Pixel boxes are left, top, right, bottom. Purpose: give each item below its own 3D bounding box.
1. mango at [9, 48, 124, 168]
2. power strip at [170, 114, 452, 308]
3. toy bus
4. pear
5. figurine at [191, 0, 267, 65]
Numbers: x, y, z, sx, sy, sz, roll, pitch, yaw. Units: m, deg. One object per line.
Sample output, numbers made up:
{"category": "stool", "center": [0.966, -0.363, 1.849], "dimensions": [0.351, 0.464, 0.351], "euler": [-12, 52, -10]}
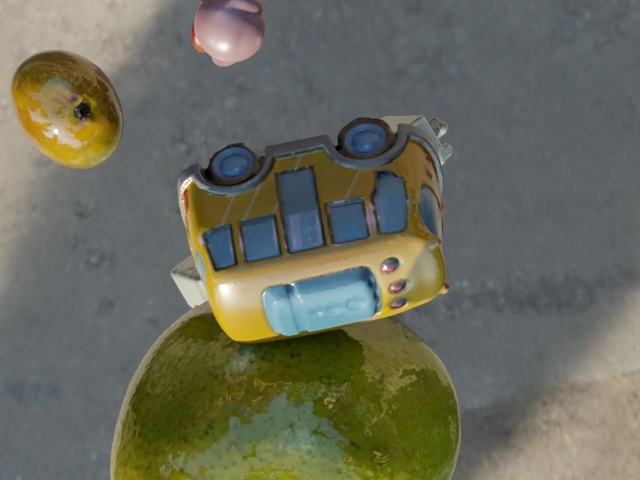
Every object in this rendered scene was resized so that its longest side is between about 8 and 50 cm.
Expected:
{"category": "mango", "center": [-0.229, -0.115, 1.337], "dimensions": [0.089, 0.163, 0.111], "euler": [-40, 73, -10]}
{"category": "power strip", "center": [-0.002, -0.030, 1.430], "dimensions": [0.338, 0.098, 0.058], "euler": [-36, 107, -18]}
{"category": "toy bus", "center": [0.000, 0.000, 1.132], "dimensions": [0.209, 0.136, 0.126], "euler": [-12, 140, 2]}
{"category": "pear", "center": [-0.033, 0.180, 1.231], "dimensions": [0.294, 0.294, 0.294], "euler": [1, 115, 1]}
{"category": "figurine", "center": [-0.085, -0.198, 1.353], "dimensions": [0.071, 0.067, 0.083], "euler": [31, 129, 30]}
